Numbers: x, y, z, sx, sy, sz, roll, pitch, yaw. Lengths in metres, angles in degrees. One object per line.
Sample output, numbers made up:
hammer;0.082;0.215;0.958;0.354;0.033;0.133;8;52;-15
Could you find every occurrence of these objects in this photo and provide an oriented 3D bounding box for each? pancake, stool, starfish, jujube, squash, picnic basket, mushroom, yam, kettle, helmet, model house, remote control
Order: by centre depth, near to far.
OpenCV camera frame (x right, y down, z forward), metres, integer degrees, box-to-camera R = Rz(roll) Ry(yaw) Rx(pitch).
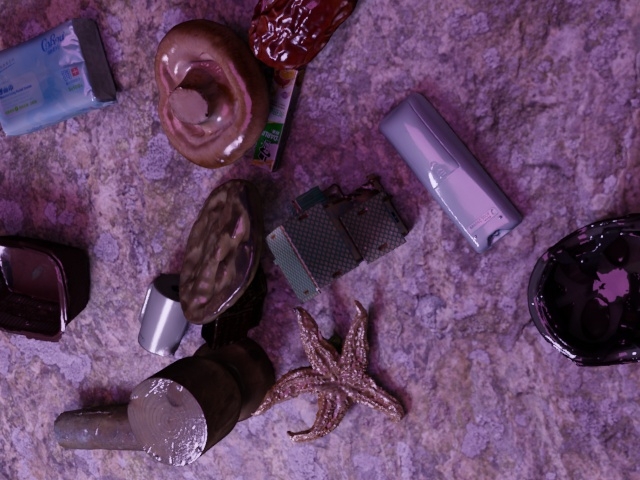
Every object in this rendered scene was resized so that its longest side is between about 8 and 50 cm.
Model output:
helmet;0.487;0.072;1.520;0.306;0.177;0.224;-14;89;22
jujube;-0.032;-0.398;1.664;0.155;0.155;0.230;40;123;11
remote control;0.219;-0.116;1.671;0.103;0.051;0.293;-42;85;28
model house;0.000;0.000;1.718;0.271;0.206;0.178;-29;90;29
mushroom;-0.207;-0.268;1.783;0.278;0.146;0.278;14;114;35
pancake;-0.185;0.014;1.810;0.294;0.050;0.294;-35;48;49
starfish;0.015;0.251;1.844;0.299;0.060;0.302;3;106;9
model house;-0.179;0.129;1.873;0.106;0.152;0.165;15;111;15
stool;-0.227;0.303;1.874;0.179;0.264;0.179;6;105;24
squash;0.009;0.217;1.874;0.027;0.027;0.089;46;120;8
kettle;-0.324;0.148;1.978;0.127;0.098;0.148;29;118;11
picnic basket;-0.629;0.089;2.089;0.297;0.129;0.222;9;109;24
yam;-0.453;0.410;2.104;0.259;0.106;0.106;-4;102;27

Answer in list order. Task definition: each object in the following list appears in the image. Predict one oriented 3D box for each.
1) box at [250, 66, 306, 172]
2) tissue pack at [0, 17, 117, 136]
box;-0.079;-0.229;1.789;0.050;0.041;0.207;23;112;19
tissue pack;-0.556;-0.329;1.966;0.263;0.089;0.177;-13;95;27
